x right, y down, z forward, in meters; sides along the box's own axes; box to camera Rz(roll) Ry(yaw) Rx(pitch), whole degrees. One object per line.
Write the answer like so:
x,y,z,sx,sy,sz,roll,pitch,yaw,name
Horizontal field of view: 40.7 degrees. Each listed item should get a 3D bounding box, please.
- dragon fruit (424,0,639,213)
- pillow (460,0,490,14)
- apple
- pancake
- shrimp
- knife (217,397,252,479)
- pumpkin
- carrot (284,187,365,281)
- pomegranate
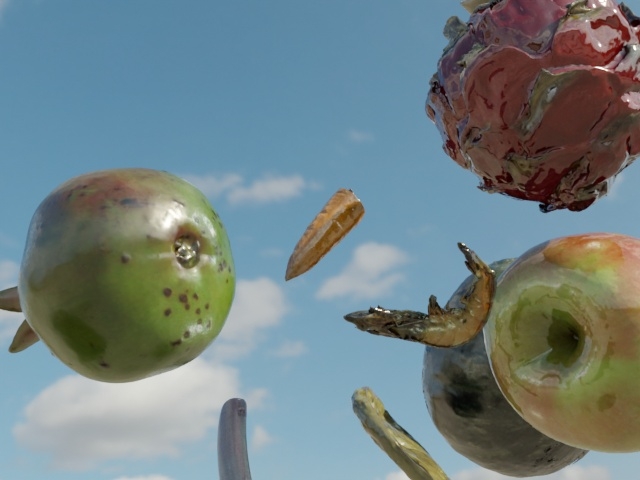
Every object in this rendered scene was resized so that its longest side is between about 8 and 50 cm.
0.312,-0.196,1.186,0.329,0.329,0.329,-5,-26,-2,dragon fruit
0.461,-0.484,1.908,0.270,0.067,0.173,42,-59,-19,pillow
0.409,0.141,1.232,0.277,0.319,0.319,0,-23,-45,apple
0.135,0.352,1.497,0.050,0.242,0.242,-45,-35,5,pancake
0.131,0.066,1.067,0.195,0.035,0.147,9,-61,-21,shrimp
-0.102,0.298,1.141,0.123,0.278,0.053,-39,-56,14,knife
0.412,0.252,1.726,0.344,0.454,0.454,20,-4,43,pumpkin
0.000,0.000,1.495,0.072,0.205,0.072,30,-28,18,carrot
-0.181,0.035,0.722,0.224,0.181,0.181,-17,-28,32,pomegranate
